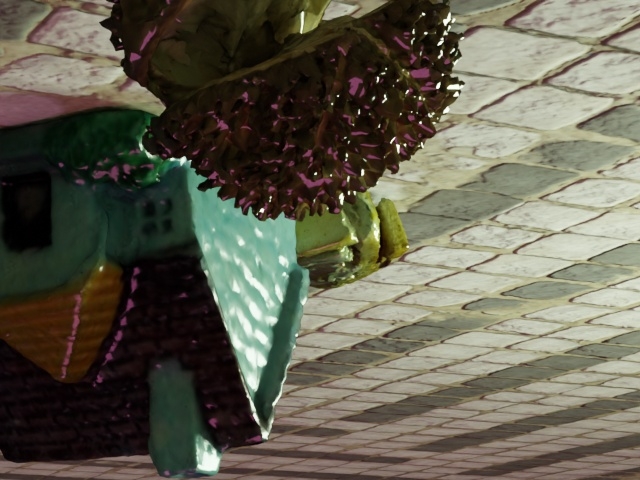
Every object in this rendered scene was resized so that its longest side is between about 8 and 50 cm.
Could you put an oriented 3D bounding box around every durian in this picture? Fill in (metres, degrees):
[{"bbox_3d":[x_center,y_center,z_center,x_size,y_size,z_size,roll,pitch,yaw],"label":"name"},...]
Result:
[{"bbox_3d":[-0.021,-0.098,0.929,0.167,0.196,0.196,-18,167,-6],"label":"durian"}]

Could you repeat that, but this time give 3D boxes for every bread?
[{"bbox_3d":[0.000,0.000,1.554,0.117,0.064,0.156,5,166,-26],"label":"bread"}]

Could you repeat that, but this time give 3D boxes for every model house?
[{"bbox_3d":[-0.179,0.061,1.417,0.280,0.249,0.230,-9,163,31],"label":"model house"}]
